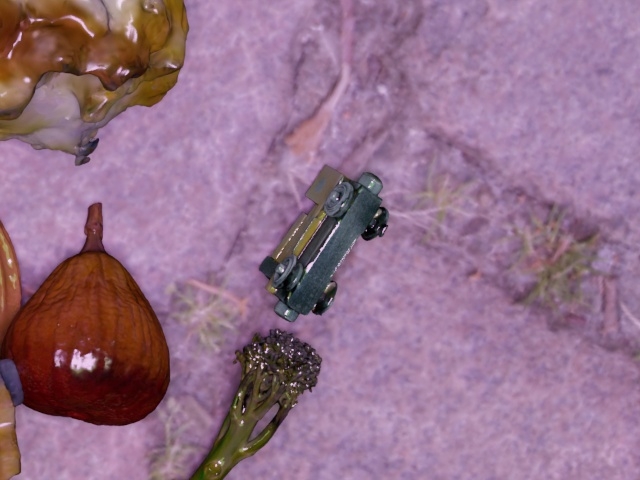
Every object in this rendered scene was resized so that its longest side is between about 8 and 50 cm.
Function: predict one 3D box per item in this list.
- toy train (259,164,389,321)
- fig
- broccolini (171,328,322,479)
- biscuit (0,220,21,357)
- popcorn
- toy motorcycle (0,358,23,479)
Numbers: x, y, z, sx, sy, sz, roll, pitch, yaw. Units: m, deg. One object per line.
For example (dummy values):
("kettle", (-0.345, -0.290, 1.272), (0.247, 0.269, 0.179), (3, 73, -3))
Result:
("toy train", (0.000, 0.000, 1.212), (0.050, 0.081, 0.122), (34, 92, -24))
("fig", (-0.175, 0.062, 1.184), (0.119, 0.119, 0.153), (-25, 63, -8))
("broccolini", (-0.083, 0.156, 1.239), (0.058, 0.067, 0.216), (38, 99, -12))
("biscuit", (-0.332, 0.003, 1.161), (0.202, 0.044, 0.288), (-32, 106, -6))
("popcorn", (-0.181, -0.135, 1.085), (0.198, 0.212, 0.198), (1, 112, 1))
("toy motorcycle", (-0.291, 0.204, 1.101), (0.237, 0.168, 0.410), (-15, 135, -17))
